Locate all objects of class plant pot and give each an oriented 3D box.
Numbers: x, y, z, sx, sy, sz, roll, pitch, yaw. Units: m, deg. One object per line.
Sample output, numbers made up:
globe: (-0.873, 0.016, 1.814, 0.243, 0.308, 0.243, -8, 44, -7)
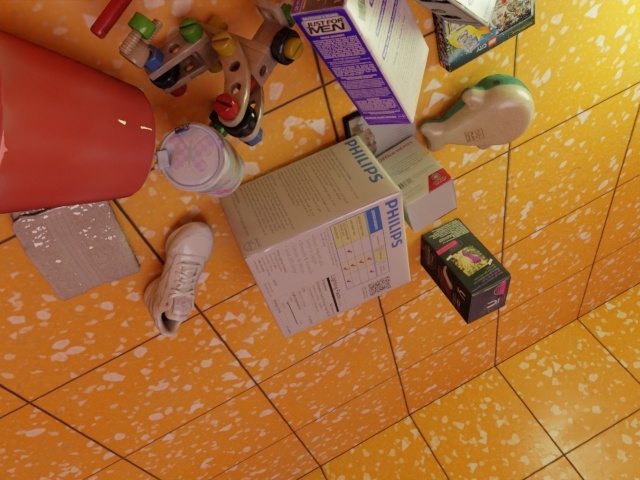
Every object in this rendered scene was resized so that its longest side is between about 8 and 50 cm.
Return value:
plant pot: (-0.419, -0.170, 0.874, 0.243, 0.275, 0.275, -1, 132, -47)

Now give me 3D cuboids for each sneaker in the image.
sneaker: (-0.315, 0.095, 1.286, 0.114, 0.152, 0.305, 7, 125, -36)

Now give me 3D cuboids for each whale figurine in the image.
whale figurine: (0.383, -0.315, 1.369, 0.272, 0.141, 0.216, -17, 145, 20)

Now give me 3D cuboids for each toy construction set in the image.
toy construction set: (-0.175, -0.335, 0.912, 0.309, 0.257, 0.237, 36, 90, -41)

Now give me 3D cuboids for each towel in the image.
towel: (-0.503, 0.008, 1.150, 0.187, 0.049, 0.282, -21, 140, -13)

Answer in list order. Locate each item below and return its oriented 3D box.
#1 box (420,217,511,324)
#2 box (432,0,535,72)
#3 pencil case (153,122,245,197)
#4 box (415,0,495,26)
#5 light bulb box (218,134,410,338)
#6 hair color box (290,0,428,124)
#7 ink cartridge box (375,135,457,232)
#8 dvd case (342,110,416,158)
box: (0.439, 0.090, 1.693, 0.143, 0.270, 0.165, -24, 141, -10)
box: (0.361, -0.495, 1.206, 0.233, 0.044, 0.159, -30, 141, -3)
pencil case: (-0.216, -0.140, 1.028, 0.124, 0.113, 0.273, -21, -178, 1)
box: (0.232, -0.501, 0.978, 0.290, 0.087, 0.169, -4, 113, -53)
light bulb box: (0.000, 0.000, 1.325, 0.361, 0.225, 0.358, -24, 141, -6)
hair color box: (0.088, -0.377, 1.004, 0.339, 0.110, 0.185, 40, 59, -56)
ink cartridge box: (0.229, -0.139, 1.352, 0.128, 0.176, 0.127, -31, 144, 0)
dvd case: (0.155, -0.237, 1.356, 0.180, 0.022, 0.253, -27, 141, -8)
